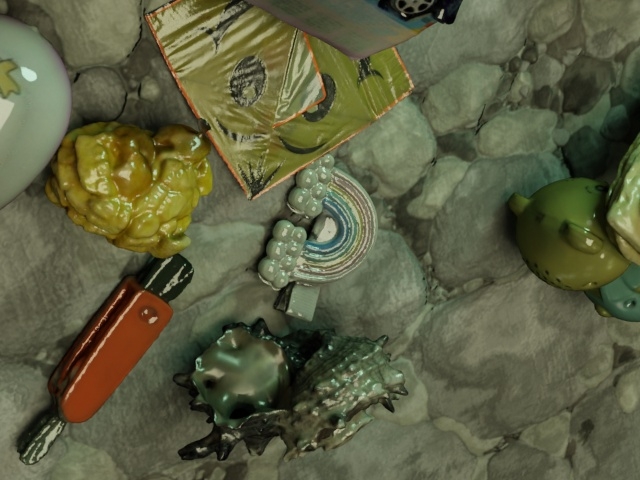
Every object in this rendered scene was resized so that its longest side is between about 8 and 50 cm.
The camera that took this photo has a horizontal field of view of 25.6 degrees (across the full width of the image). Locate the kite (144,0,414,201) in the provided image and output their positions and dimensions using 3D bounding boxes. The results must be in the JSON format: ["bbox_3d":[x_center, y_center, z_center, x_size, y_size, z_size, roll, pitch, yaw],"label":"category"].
[{"bbox_3d":[-0.047,-0.204,1.727,0.377,0.013,0.328,7,105,-29],"label":"kite"}]

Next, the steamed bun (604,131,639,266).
[{"bbox_3d":[0.560,-0.100,1.894,0.428,0.189,0.247,-51,122,-32],"label":"steamed bun"}]

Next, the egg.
[{"bbox_3d":[-0.386,-0.118,1.485,0.271,0.196,0.196,-36,124,-4],"label":"egg"}]

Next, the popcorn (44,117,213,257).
[{"bbox_3d":[-0.219,-0.061,1.638,0.194,0.140,0.163,-12,109,-35],"label":"popcorn"}]

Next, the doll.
[{"bbox_3d":[0.386,0.009,1.967,0.260,0.177,0.161,28,96,-39],"label":"doll"}]

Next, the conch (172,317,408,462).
[{"bbox_3d":[-0.031,0.205,1.794,0.313,0.240,0.186,0,98,-14],"label":"conch"}]

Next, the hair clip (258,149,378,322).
[{"bbox_3d":[0.000,0.000,1.833,0.140,0.054,0.220,20,97,-21],"label":"hair clip"}]

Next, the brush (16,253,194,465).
[{"bbox_3d":[-0.273,0.144,1.749,0.323,0.051,0.070,-52,131,-3],"label":"brush"}]

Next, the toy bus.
[{"bbox_3d":[-0.026,-0.333,1.530,0.162,0.171,0.386,-33,144,30],"label":"toy bus"}]
